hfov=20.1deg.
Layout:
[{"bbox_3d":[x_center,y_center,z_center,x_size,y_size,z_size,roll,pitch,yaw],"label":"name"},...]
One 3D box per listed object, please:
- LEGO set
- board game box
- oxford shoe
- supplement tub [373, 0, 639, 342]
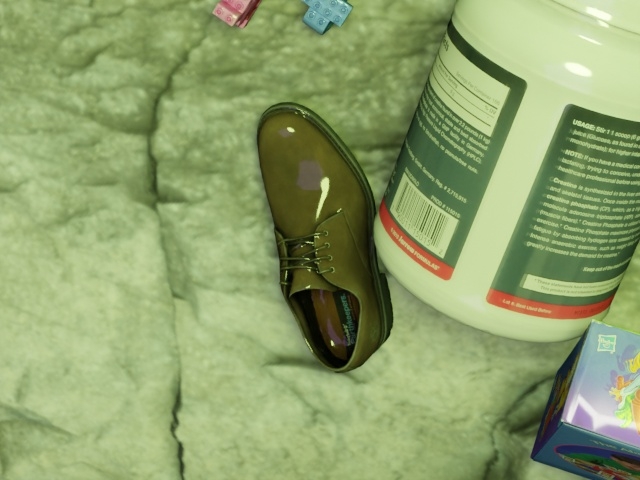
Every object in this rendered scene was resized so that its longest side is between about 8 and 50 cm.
[{"bbox_3d":[0.006,-0.228,1.361,0.087,0.093,0.227,35,115,1],"label":"LEGO set"},{"bbox_3d":[0.340,0.167,1.323,0.347,0.233,0.078,18,78,5],"label":"board game box"},{"bbox_3d":[0.000,0.000,1.449,0.082,0.096,0.227,-15,104,23],"label":"oxford shoe"},{"bbox_3d":[0.165,-0.081,1.315,0.191,0.191,0.272,24,115,7],"label":"supplement tub"}]
